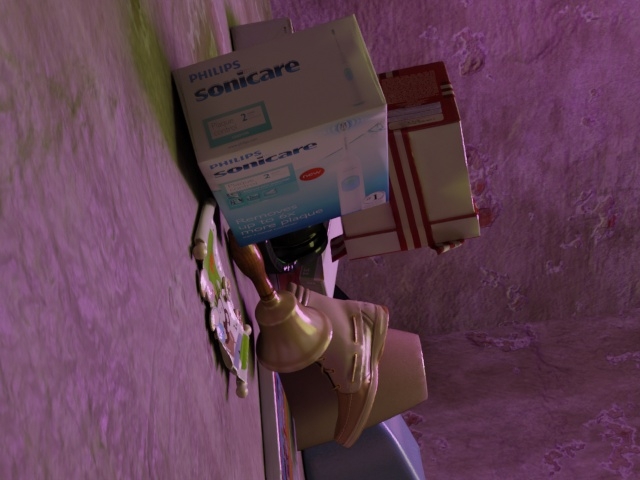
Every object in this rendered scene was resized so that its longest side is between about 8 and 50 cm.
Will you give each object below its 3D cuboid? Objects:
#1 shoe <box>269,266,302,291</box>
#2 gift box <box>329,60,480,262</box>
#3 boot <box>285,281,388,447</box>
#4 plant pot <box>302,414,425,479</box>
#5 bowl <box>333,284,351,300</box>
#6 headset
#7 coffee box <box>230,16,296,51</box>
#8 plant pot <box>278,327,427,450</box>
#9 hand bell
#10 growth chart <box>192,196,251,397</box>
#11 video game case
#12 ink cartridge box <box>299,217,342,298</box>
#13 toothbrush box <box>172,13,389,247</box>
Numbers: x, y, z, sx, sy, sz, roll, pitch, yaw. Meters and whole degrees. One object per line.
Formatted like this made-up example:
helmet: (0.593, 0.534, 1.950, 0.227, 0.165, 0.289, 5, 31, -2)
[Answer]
shoe: (-0.051, 0.118, 1.922, 0.063, 0.081, 0.178, -95, 177, -53)
gift box: (0.123, -0.109, 1.592, 0.276, 0.255, 0.258, -84, 163, -52)
boot: (0.000, 0.215, 1.676, 0.095, 0.203, 0.262, 138, -33, -69)
plant pot: (0.074, 0.460, 2.161, 0.247, 0.247, 0.252, -92, 159, -73)
bowl: (0.071, 0.213, 2.212, 0.391, 0.077, 0.391, 48, 4, -4)
headset: (-0.084, -0.072, 1.586, 0.394, 0.185, 0.244, -13, 100, -73)
coffee box: (-0.095, -0.332, 1.911, 0.297, 0.118, 0.168, -67, 148, -86)
plant pot: (0.062, 0.263, 1.841, 0.256, 0.273, 0.257, -7, 90, -88)
hand bell: (-0.080, 0.071, 1.384, 0.126, 0.126, 0.242, -96, 165, -47)
growth chart: (-0.115, 0.070, 1.131, 0.172, 0.021, 0.237, -96, 176, -57)
video game case: (-0.063, 0.335, 1.551, 0.285, 0.025, 0.204, 80, 3, -59)
ink cartridge box: (0.000, 0.000, 1.784, 0.235, 0.056, 0.171, 78, 20, -59)
toothbrush box: (-0.035, -0.120, 1.163, 0.295, 0.216, 0.126, 79, -7, -70)
